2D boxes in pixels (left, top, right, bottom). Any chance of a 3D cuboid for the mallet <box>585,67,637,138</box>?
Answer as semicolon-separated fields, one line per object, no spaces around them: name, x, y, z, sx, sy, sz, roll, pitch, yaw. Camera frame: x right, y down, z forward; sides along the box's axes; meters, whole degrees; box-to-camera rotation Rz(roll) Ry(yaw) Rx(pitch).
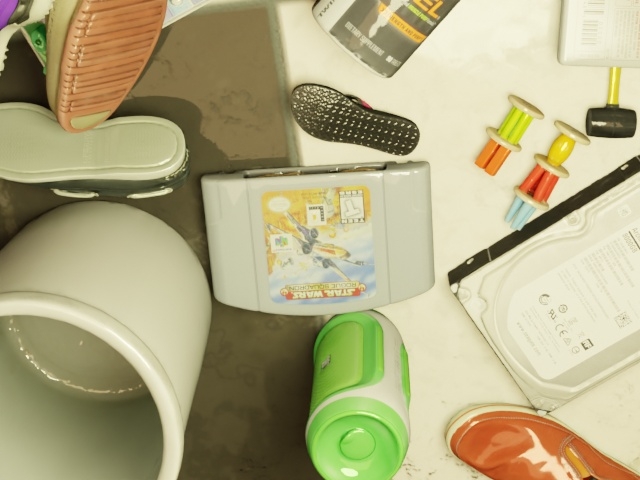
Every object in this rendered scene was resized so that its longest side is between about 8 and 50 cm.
mallet;0.357;-0.218;1.478;0.062;0.039;0.190;-5;105;3

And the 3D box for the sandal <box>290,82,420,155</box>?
sandal;0.041;-0.154;1.515;0.179;0.040;0.067;17;116;-19

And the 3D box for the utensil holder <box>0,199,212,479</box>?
utensil holder;-0.301;0.150;1.452;0.327;0.385;0.328;1;110;3

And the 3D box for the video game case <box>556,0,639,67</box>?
video game case;0.442;-0.367;1.403;0.300;0.036;0.329;2;104;2

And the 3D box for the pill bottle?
pill bottle;0.113;-0.321;1.398;0.130;0.130;0.246;39;107;-11

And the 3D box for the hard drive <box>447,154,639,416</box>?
hard drive;0.370;0.055;1.560;0.339;0.064;0.237;-32;106;12

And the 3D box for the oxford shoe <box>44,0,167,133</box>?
oxford shoe;-0.267;-0.320;1.384;0.146;0.140;0.397;31;118;25

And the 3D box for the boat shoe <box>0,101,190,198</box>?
boat shoe;-0.316;-0.103;1.510;0.302;0.091;0.114;8;66;5

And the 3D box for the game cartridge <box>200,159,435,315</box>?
game cartridge;0.000;0.000;1.562;0.297;0.062;0.198;-4;106;4

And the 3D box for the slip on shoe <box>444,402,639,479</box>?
slip on shoe;0.325;0.323;1.639;0.331;0.101;0.123;28;110;-6

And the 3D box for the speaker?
speaker;0.048;0.190;1.497;0.131;0.296;0.131;1;110;2

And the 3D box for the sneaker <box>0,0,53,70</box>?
sneaker;-0.432;-0.254;1.382;0.293;0.146;0.102;-32;77;49

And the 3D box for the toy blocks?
toy blocks;0.253;-0.094;1.515;0.123;0.054;0.148;27;109;-8

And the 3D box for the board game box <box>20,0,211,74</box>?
board game box;-0.260;-0.438;1.414;0.390;0.050;0.390;-26;107;11
